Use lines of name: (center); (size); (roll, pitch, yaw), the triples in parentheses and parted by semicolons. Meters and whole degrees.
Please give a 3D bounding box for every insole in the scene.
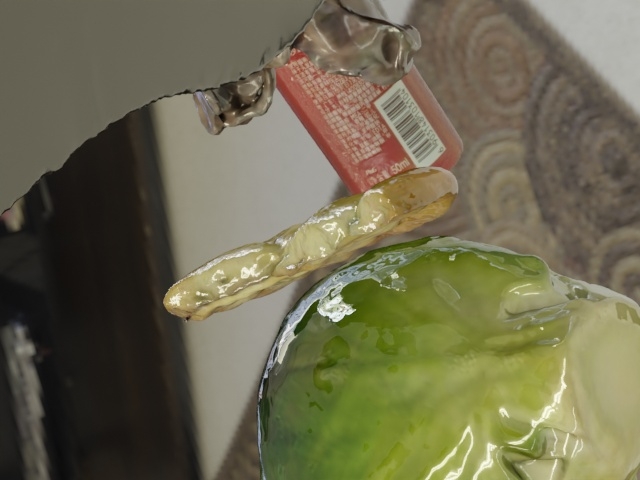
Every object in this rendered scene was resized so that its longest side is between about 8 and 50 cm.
insole: (-0.066, -0.085, 0.594); (0.009, 0.348, 0.119); (15, 126, 26)

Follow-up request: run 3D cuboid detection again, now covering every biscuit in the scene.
biscuit: (0.004, -0.001, 1.318); (0.299, 0.154, 0.045); (-25, 85, 44)

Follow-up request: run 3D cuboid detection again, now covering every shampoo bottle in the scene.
shampoo bottle: (0.013, -0.163, 1.521); (0.314, 0.118, 0.076); (53, -173, -34)

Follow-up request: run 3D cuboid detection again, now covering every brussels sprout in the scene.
brussels sprout: (0.081, 0.106, 0.975); (0.271, 0.210, 0.219); (-27, 52, 46)

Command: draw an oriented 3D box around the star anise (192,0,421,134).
star anise: (-0.044, -0.176, 0.920); (0.332, 0.331, 0.117); (115, 156, -45)
